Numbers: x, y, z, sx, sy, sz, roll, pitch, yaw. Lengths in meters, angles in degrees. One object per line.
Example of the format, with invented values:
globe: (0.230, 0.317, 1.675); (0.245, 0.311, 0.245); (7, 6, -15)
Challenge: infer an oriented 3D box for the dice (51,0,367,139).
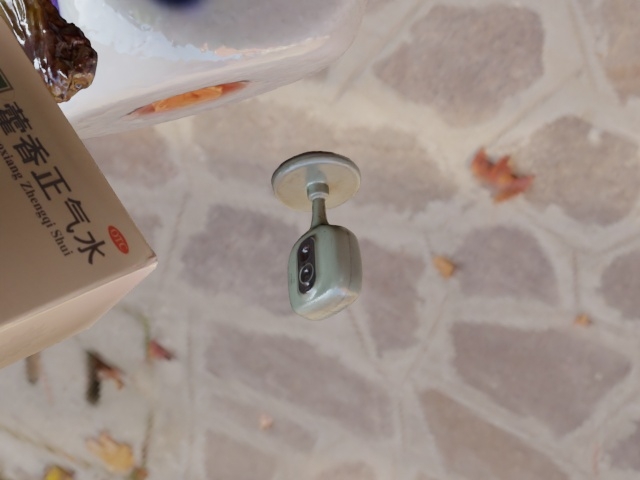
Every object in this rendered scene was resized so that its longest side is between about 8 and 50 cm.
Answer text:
dice: (-0.147, -0.262, 1.266); (0.304, 0.277, 0.304); (-15, 91, 64)

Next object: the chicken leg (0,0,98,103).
chicken leg: (-0.241, -0.219, 1.063); (0.322, 0.083, 0.177); (43, 151, 54)

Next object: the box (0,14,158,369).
box: (-0.214, -0.031, 0.787); (0.095, 0.168, 0.212); (-41, 80, 42)

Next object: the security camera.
security camera: (0.000, 0.000, 0.875); (0.058, 0.092, 0.058); (-4, 145, -3)
